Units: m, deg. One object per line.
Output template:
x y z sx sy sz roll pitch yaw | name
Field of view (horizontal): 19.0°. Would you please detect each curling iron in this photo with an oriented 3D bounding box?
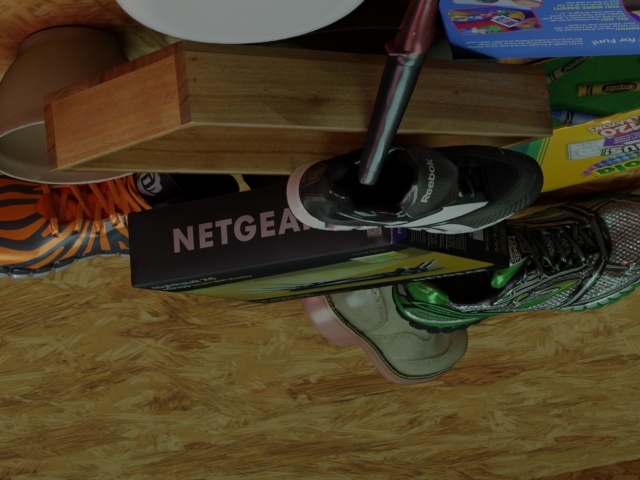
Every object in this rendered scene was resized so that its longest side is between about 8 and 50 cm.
0.067 -0.154 1.517 0.035 0.068 0.274 25 130 6 | curling iron

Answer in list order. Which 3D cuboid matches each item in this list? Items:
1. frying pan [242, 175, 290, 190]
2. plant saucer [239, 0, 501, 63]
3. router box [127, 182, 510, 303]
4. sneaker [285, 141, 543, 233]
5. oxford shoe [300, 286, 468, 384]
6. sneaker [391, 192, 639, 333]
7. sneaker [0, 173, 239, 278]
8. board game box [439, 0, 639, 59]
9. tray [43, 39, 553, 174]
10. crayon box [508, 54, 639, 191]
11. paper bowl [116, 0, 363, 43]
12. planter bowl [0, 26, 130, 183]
0.066 -0.049 2.057 0.326 0.053 0.197 14 157 -37 | frying pan
0.022 -0.159 1.853 0.311 0.050 0.310 -5 161 -2 | plant saucer
0.000 0.000 1.930 0.309 0.081 0.243 -10 169 32 | router box
0.094 -0.047 1.672 0.234 0.078 0.106 -3 175 -15 | sneaker
0.121 0.093 2.496 0.147 0.140 0.397 -22 159 22 | oxford shoe
0.255 0.029 2.262 0.344 0.134 0.146 -18 170 -1 | sneaker
-0.233 -0.050 2.027 0.321 0.124 0.180 -7 161 -32 | sneaker
0.268 -0.233 1.584 0.347 0.078 0.233 -1 163 10 | board game box
-0.013 -0.110 1.677 0.411 0.076 0.203 -2 172 -41 | tray
0.311 -0.136 1.947 0.278 0.081 0.165 -14 159 24 | crayon box
-0.060 -0.246 1.420 0.284 0.148 0.284 -4 162 -1 | paper bowl
-0.229 -0.131 1.769 0.162 0.109 0.162 -5 162 -2 | planter bowl
